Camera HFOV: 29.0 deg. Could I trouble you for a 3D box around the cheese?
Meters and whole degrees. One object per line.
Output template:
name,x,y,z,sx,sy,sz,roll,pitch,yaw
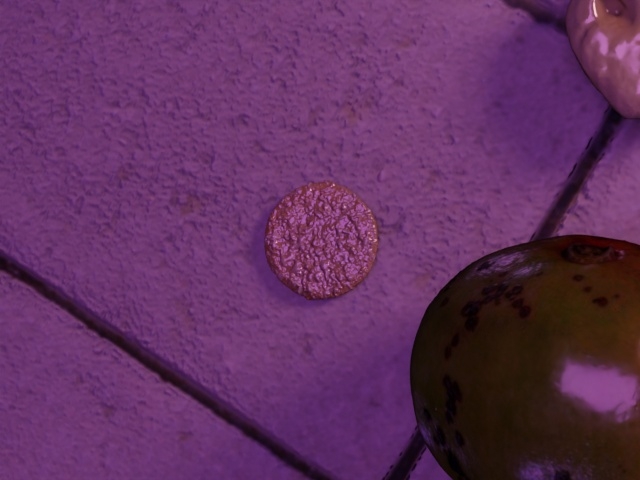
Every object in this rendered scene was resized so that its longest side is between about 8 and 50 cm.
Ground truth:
cheese,0.349,-0.199,1.074,0.263,0.093,0.159,-17,83,17

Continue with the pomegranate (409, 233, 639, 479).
pomegranate,0.205,0.152,1.028,0.290,0.291,0.323,26,105,16

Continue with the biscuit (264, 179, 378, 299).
biscuit,0.000,0.000,1.221,0.120,0.015,0.120,-1,88,17
